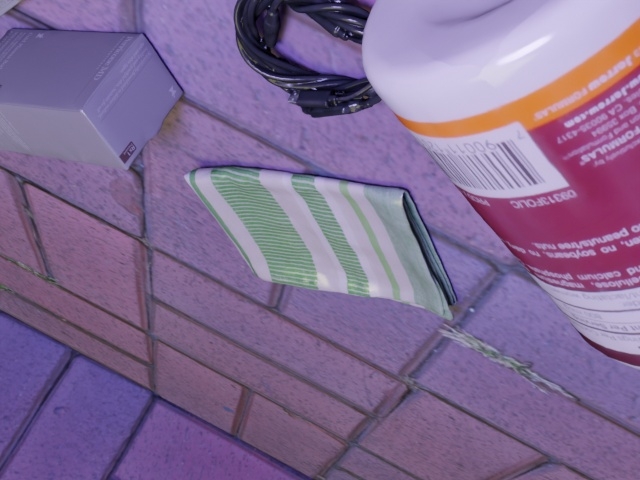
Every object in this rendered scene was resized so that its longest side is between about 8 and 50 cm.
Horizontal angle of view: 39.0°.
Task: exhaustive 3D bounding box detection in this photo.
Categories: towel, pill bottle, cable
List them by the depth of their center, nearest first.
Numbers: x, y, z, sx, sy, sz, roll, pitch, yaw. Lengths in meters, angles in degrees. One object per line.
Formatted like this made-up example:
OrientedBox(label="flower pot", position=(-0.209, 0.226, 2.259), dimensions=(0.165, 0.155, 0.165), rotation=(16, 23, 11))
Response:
OrientedBox(label="pill bottle", position=(0.227, -0.051, 0.610), dimensions=(0.224, 0.224, 0.392), rotation=(-4, 139, 49))
OrientedBox(label="cable", position=(0.004, -0.178, 0.824), dimensions=(0.184, 0.047, 0.150), rotation=(3, 139, 48))
OrientedBox(label="towel", position=(0.000, 0.000, 1.156), dimensions=(0.325, 0.038, 0.248), rotation=(11, 149, 34))

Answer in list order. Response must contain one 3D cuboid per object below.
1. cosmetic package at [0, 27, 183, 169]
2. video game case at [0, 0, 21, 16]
OrientedBox(label="cosmetic package", position=(-0.293, -0.168, 1.046), dimensions=(0.238, 0.127, 0.107), rotation=(7, 146, 36))
OrientedBox(label="video game case", position=(-0.385, -0.343, 0.934), dimensions=(0.227, 0.026, 0.206), rotation=(44, 151, -27))
